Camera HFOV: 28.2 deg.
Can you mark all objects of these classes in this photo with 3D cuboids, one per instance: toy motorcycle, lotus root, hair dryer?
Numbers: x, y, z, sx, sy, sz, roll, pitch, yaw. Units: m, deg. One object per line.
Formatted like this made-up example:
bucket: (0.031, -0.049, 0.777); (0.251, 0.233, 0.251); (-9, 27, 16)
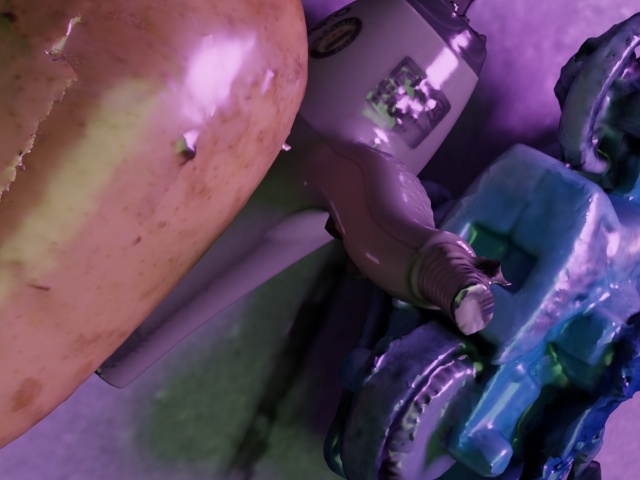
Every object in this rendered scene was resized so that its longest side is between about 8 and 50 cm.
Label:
toy motorcycle: (0.111, 0.029, 0.627); (0.260, 0.154, 0.206); (-56, 147, -3)
lotus root: (-0.109, -0.038, 0.463); (0.160, 0.146, 0.284); (39, 91, 3)
hair dryer: (-0.023, 0.009, 0.519); (0.219, 0.225, 0.088); (-35, 118, 25)
